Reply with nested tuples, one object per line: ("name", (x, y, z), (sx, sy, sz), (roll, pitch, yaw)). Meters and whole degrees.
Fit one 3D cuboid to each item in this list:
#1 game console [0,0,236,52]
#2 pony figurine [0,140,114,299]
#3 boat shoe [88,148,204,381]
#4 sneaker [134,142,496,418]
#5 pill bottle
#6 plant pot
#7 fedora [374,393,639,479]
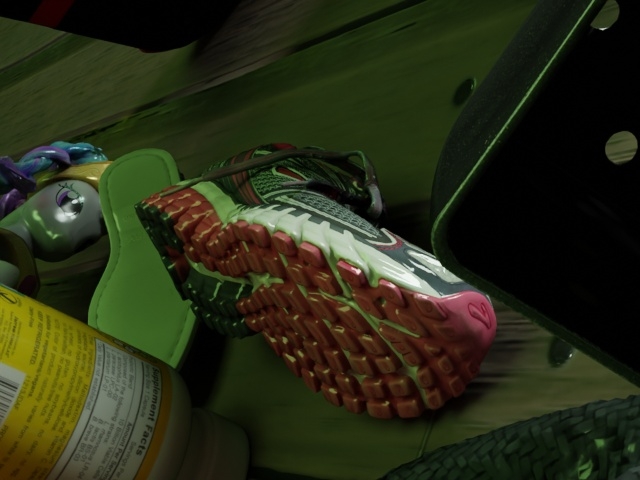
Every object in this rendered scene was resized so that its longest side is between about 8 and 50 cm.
("game console", (-0.118, -0.311, 1.120), (0.386, 0.342, 0.060), (-49, 58, 25))
("pony figurine", (-0.326, 0.042, 1.137), (0.351, 0.303, 0.363), (-3, 28, 23))
("boat shoe", (-0.114, 0.032, 1.043), (0.081, 0.069, 0.228), (-12, 44, 5))
("sneaker", (0.000, 0.000, 0.815), (0.112, 0.121, 0.299), (-35, 28, -17))
("pill bottle", (-0.149, 0.106, 0.859), (0.117, 0.208, 0.117), (-43, 31, 34))
("plant pot", (0.150, -0.046, 0.517), (0.188, 0.187, 0.167), (-56, 13, 10))
("fedora", (0.047, 0.149, 0.388), (0.334, 0.152, 0.334), (-39, 5, 4))
